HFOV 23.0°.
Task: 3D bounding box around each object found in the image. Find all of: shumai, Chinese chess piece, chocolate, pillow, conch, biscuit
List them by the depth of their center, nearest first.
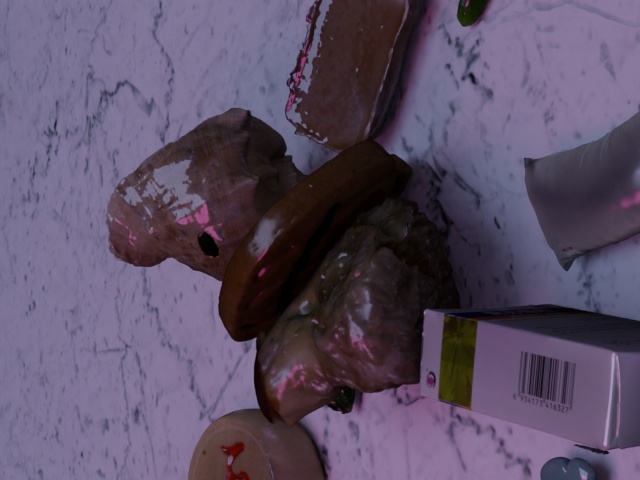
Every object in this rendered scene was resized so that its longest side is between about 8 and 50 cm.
[{"bbox_3d":[0.328,-0.071,1.746,0.254,0.078,0.144,-31,64,51],"label":"pillow"},{"bbox_3d":[0.022,0.091,1.939,0.283,0.346,0.217,-18,108,20],"label":"shumai"},{"bbox_3d":[0.001,0.001,2.046,0.063,0.314,0.367,48,158,15],"label":"biscuit"},{"bbox_3d":[0.053,-0.248,2.138,0.161,0.083,0.261,35,119,30],"label":"chocolate"},{"bbox_3d":[-0.132,-0.044,2.193,0.186,0.324,0.263,38,146,56],"label":"conch"},{"bbox_3d":[-0.094,0.371,2.309,0.250,0.103,0.249,-4,84,53],"label":"Chinese chess piece"}]

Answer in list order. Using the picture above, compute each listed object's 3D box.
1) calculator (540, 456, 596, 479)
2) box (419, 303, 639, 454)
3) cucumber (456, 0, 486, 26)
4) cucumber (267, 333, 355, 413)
[{"bbox_3d":[0.312,0.391,1.788,0.185,0.041,0.298,-27,69,51],"label":"calculator"},{"bbox_3d":[0.278,0.140,1.705,0.299,0.200,0.106,12,100,53],"label":"box"},{"bbox_3d":[0.204,-0.336,1.966,0.037,0.037,0.155,47,126,45],"label":"cucumber"},{"bbox_3d":[-0.027,0.145,2.245,0.265,0.077,0.077,48,127,43],"label":"cucumber"}]
